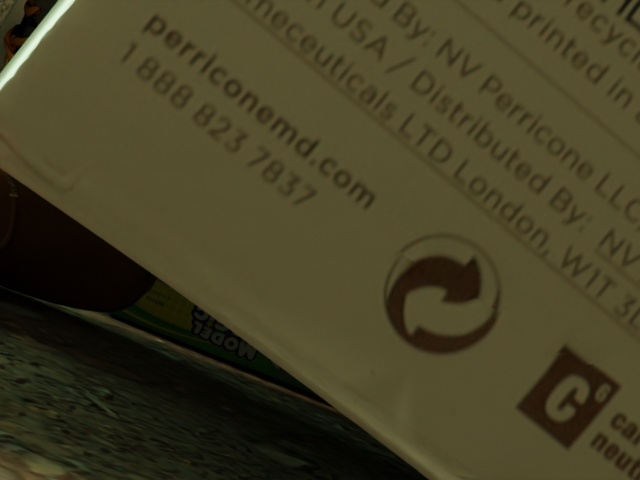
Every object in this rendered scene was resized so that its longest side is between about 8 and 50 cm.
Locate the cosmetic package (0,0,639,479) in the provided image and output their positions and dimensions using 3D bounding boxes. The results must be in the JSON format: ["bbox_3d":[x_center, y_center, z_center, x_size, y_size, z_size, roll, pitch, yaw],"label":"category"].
[{"bbox_3d":[0.093,-0.079,0.792,0.329,0.327,0.393,38,1,-9],"label":"cosmetic package"}]

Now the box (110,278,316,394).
[{"bbox_3d":[-0.048,0.038,1.041,0.179,0.043,0.105,24,3,-7],"label":"box"}]

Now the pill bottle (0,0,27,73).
[{"bbox_3d":[-0.041,-0.056,1.157,0.318,0.176,0.176,29,2,-7],"label":"pill bottle"}]

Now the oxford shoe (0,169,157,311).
[{"bbox_3d":[-0.168,-0.007,0.881,0.212,0.076,0.076,24,32,-25],"label":"oxford shoe"}]

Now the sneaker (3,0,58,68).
[{"bbox_3d":[-0.126,-0.108,1.008,0.083,0.215,0.084,-5,11,-9],"label":"sneaker"}]
